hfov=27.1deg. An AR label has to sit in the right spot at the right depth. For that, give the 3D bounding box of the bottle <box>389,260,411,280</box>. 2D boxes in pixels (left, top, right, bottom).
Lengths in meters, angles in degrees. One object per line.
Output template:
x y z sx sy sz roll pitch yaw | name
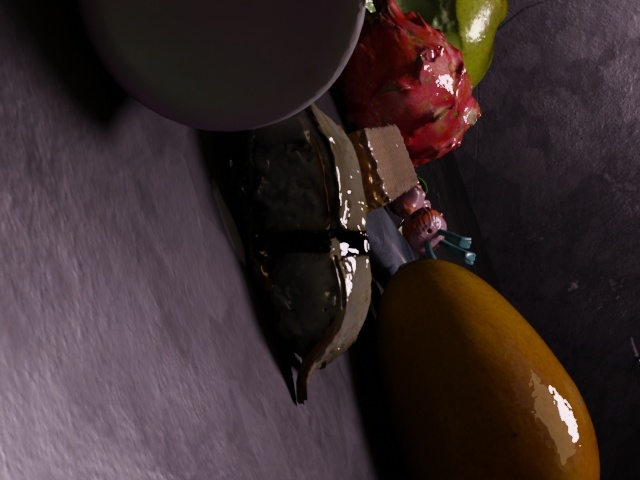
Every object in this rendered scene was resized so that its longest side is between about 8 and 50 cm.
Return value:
0.137 0.094 1.753 0.099 0.099 0.152 -89 161 -58 | bottle

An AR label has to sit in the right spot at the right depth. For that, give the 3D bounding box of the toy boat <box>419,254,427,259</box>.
0.194 0.096 2.130 0.210 0.066 0.084 -110 -154 -43 | toy boat

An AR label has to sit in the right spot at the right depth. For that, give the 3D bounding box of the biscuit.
0.064 -0.091 1.591 0.379 0.054 0.094 -30 101 -79 | biscuit

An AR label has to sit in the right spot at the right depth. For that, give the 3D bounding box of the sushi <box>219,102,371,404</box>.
-0.003 0.005 1.210 0.134 0.109 0.273 43 31 -65 | sushi

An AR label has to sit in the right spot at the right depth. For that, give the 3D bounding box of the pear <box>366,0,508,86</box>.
0.193 -0.355 2.283 0.176 0.282 0.286 3 69 -87 | pear

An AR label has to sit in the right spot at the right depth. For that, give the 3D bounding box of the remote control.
0.064 -0.021 1.735 0.377 0.044 0.107 48 21 -63 | remote control

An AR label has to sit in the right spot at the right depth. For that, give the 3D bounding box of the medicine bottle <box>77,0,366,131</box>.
-0.060 -0.235 1.063 0.325 0.212 0.212 -81 150 -65 | medicine bottle

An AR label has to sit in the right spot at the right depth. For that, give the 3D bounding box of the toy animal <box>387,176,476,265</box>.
0.149 -0.017 1.974 0.208 0.100 0.103 52 -49 50 | toy animal

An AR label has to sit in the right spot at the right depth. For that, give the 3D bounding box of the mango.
0.181 0.185 1.553 0.378 0.221 0.264 65 13 25 | mango

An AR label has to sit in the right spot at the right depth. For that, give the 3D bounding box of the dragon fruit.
0.120 -0.239 1.978 0.205 0.210 0.268 9 -57 57 | dragon fruit
